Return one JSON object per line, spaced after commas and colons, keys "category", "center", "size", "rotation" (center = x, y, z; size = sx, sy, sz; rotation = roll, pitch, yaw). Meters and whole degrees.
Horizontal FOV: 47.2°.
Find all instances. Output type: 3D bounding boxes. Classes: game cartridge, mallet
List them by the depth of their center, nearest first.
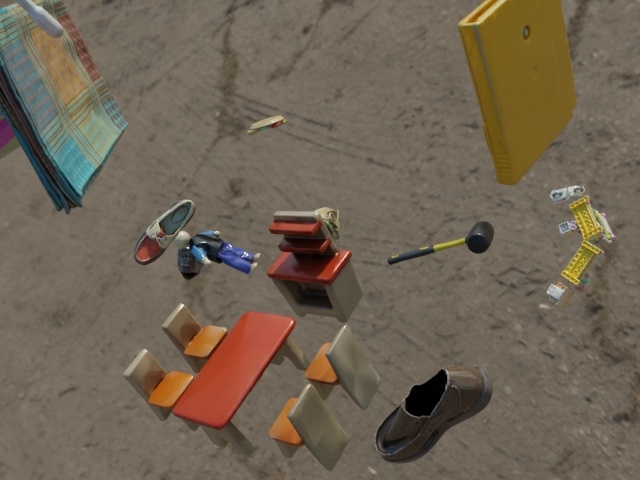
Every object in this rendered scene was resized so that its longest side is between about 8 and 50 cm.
{"category": "mallet", "center": [0.204, 0.008, 1.242], "size": [0.190, 0.039, 0.062], "rotation": [-14, 18, 36]}
{"category": "game cartridge", "center": [0.375, -0.311, 1.355], "size": [0.053, 0.323, 0.285], "rotation": [12, 45, 42]}

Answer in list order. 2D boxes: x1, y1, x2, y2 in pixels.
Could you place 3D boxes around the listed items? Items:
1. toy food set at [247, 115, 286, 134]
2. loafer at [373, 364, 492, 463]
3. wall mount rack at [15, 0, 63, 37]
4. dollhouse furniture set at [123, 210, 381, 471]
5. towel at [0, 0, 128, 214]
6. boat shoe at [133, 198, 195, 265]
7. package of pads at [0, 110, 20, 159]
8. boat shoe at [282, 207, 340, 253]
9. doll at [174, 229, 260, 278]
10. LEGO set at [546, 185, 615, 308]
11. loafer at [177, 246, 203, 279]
{"category": "toy food set", "center": [-0.120, -0.262, 1.658], "size": [0.083, 0.020, 0.083], "rotation": [-8, 19, 32]}
{"category": "loafer", "center": [0.227, 0.382, 1.673], "size": [0.366, 0.130, 0.133], "rotation": [-49, 29, 33]}
{"category": "wall mount rack", "center": [-0.430, -0.237, 0.689], "size": [0.350, 0.304, 0.130], "rotation": [-83, 7, -48]}
{"category": "dollhouse furniture set", "center": [-0.066, 0.101, 0.826], "size": [0.262, 0.135, 0.259], "rotation": [3, 45, 39]}
{"category": "towel", "center": [-0.393, -0.230, 1.108], "size": [0.040, 0.271, 0.370], "rotation": [-19, 26, 7]}
{"category": "boat shoe", "center": [-0.260, -0.015, 1.219], "size": [0.137, 0.049, 0.043], "rotation": [-48, 10, -12]}
{"category": "package of pads", "center": [-0.570, -0.232, 1.096], "size": [0.101, 0.296, 0.229], "rotation": [12, 34, 13]}
{"category": "boat shoe", "center": [0.000, 0.000, 1.854], "size": [0.089, 0.104, 0.285], "rotation": [-16, 24, 31]}
{"category": "doll", "center": [-0.230, 0.024, 1.601], "size": [0.129, 0.189, 0.046], "rotation": [-77, 10, -57]}
{"category": "LEGO set", "center": [0.601, 0.017, 1.673], "size": [0.132, 0.107, 0.286], "rotation": [-8, 72, 43]}
{"category": "loafer", "center": [-0.317, 0.065, 1.750], "size": [0.062, 0.170, 0.061], "rotation": [7, 73, 1]}
